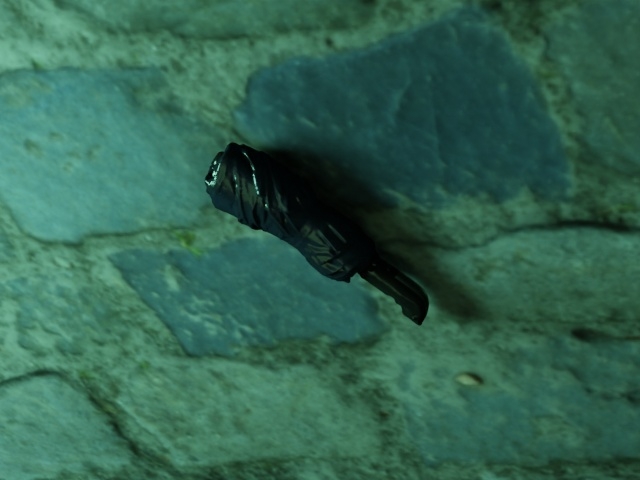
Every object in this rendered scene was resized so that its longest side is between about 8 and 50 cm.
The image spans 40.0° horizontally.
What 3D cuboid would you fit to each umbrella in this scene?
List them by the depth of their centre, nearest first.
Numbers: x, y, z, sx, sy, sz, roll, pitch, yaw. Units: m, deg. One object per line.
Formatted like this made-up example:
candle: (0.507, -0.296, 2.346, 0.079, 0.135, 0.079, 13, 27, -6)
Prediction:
umbrella: (0.005, -0.006, 0.817, 0.248, 0.071, 0.071, 32, 123, -11)
